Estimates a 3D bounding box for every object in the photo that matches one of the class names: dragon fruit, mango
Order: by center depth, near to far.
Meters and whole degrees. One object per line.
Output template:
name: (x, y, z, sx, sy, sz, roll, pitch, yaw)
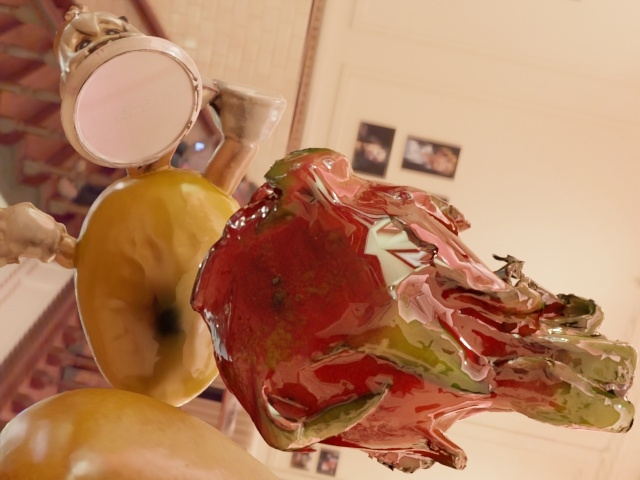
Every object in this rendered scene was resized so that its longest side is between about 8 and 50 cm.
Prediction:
dragon fruit: (0.052, 0.048, 0.600, 0.200, 0.269, 0.198, -98, -165, -63)
mango: (-0.126, 0.284, 0.802, 0.445, 0.232, 0.300, 55, 1, -46)

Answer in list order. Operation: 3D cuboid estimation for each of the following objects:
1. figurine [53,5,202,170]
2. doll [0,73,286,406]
figurine: (-0.193, -0.153, 0.860, 0.153, 0.132, 0.132, 49, -40, 42)
doll: (-0.193, -0.017, 1.094, 0.423, 0.348, 0.161, -48, -169, 4)
